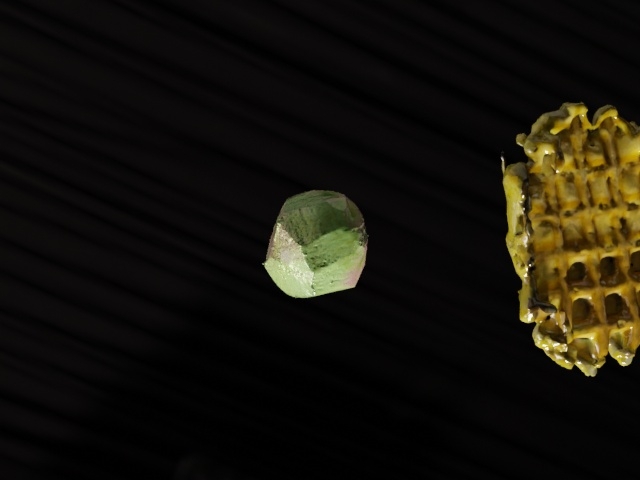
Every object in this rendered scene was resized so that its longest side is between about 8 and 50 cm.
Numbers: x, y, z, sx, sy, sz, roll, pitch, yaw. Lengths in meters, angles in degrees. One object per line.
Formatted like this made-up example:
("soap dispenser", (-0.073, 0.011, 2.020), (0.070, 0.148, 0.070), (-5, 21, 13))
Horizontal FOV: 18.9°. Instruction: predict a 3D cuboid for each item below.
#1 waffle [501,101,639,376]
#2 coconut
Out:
("waffle", (0.294, -0.001, 2.030), (0.262, 0.280, 0.060), (-57, -154, -15))
("coconut", (0.000, 0.000, 1.505), (0.083, 0.081, 0.082), (55, -34, 27))
